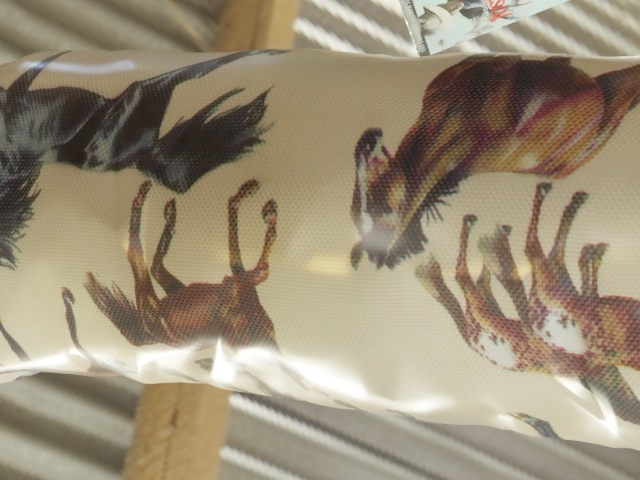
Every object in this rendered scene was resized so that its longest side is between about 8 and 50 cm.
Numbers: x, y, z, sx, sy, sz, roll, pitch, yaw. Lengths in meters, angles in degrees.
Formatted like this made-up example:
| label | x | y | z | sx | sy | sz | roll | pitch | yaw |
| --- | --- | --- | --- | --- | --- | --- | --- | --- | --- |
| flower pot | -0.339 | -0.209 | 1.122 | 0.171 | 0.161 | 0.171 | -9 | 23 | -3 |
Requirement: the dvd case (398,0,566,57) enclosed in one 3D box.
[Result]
| label | x | y | z | sx | sy | sz | roll | pitch | yaw |
| --- | --- | --- | --- | --- | --- | --- | --- | --- | --- |
| dvd case | 0.105 | -0.154 | 0.910 | 0.087 | 0.119 | 0.013 | 61 | -170 | -63 |

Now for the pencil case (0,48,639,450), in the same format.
| label | x | y | z | sx | sy | sz | roll | pitch | yaw |
| --- | --- | --- | --- | --- | --- | --- | --- | --- | --- |
| pencil case | 0.000 | 0.000 | 0.661 | 0.183 | 0.410 | 0.160 | 40 | -121 | -52 |
